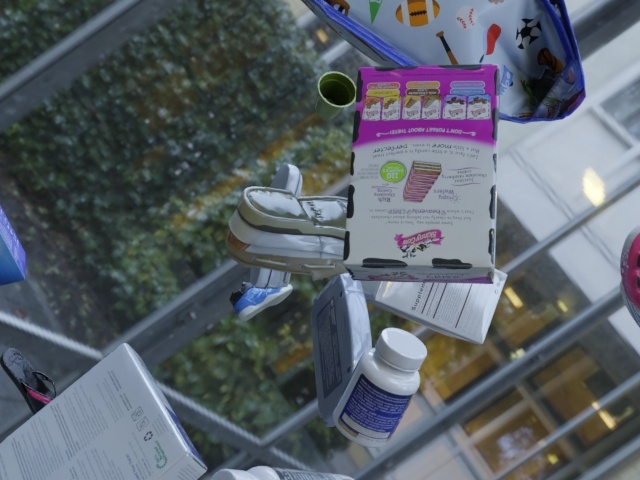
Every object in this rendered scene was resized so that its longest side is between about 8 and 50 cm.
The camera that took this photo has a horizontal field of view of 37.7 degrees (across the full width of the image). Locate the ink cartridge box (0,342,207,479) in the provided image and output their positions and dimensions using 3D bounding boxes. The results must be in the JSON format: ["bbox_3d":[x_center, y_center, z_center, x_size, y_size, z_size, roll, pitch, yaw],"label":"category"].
[{"bbox_3d":[-0.370,0.357,1.461,0.071,0.330,0.324,54,-7,-37],"label":"ink cartridge box"}]

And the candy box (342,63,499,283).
[{"bbox_3d":[0.114,-0.073,1.027,0.071,0.159,0.234,57,36,-68],"label":"candy box"}]

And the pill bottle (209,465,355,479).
[{"bbox_3d":[-0.067,0.504,1.736,0.283,0.161,0.161,16,25,-34],"label":"pill bottle"}]

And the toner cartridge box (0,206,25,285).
[{"bbox_3d":[-0.676,-0.045,1.711,0.348,0.165,0.075,79,-5,-47],"label":"toner cartridge box"}]

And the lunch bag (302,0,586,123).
[{"bbox_3d":[0.172,-0.328,1.307,0.385,0.239,0.328,33,14,-17],"label":"lunch bag"}]

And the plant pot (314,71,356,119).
[{"bbox_3d":[0.023,-0.287,1.912,0.083,0.083,0.079,55,-28,11],"label":"plant pot"}]

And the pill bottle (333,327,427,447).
[{"bbox_3d":[0.105,0.247,1.592,0.112,0.187,0.112,20,24,-10],"label":"pill bottle"}]

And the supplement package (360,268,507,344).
[{"bbox_3d":[0.235,0.098,2.122,0.292,0.175,0.177,23,-6,-21],"label":"supplement package"}]

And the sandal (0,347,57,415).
[{"bbox_3d":[-0.523,0.272,1.737,0.179,0.040,0.067,57,24,-17],"label":"sandal"}]

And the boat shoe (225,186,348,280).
[{"bbox_3d":[0.000,0.000,1.396,0.302,0.103,0.113,12,33,-28],"label":"boat shoe"}]

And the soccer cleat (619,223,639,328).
[{"bbox_3d":[0.572,0.075,1.657,0.331,0.116,0.143,57,-5,-38],"label":"soccer cleat"}]

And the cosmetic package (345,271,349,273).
[{"bbox_3d":[0.053,0.007,1.806,0.041,0.060,0.115,79,4,-49],"label":"cosmetic package"}]

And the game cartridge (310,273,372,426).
[{"bbox_3d":[0.044,0.223,1.989,0.196,0.060,0.294,123,-32,-53],"label":"game cartridge"}]

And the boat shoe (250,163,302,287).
[{"bbox_3d":[-0.067,-0.025,1.798,0.084,0.258,0.095,7,29,-20],"label":"boat shoe"}]

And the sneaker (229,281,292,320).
[{"bbox_3d":[-0.148,0.125,2.266,0.085,0.152,0.058,55,-17,18],"label":"sneaker"}]
